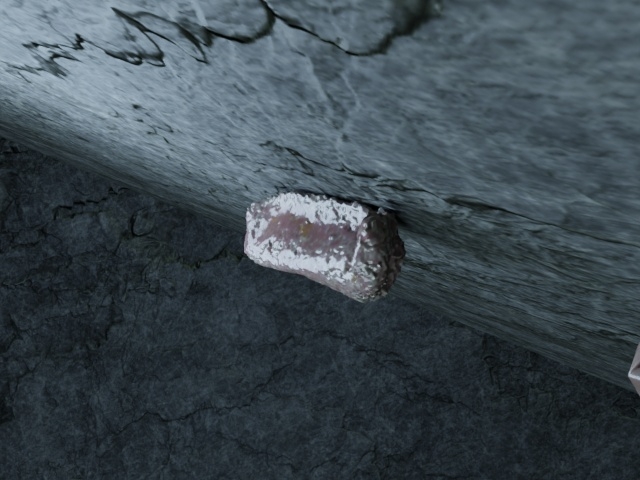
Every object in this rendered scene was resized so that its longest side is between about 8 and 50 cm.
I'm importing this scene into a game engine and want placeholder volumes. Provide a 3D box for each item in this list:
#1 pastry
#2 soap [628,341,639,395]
[{"bbox_3d":[0.012,0.004,0.667,0.112,0.103,0.265,17,-179,-33],"label":"pastry"},{"bbox_3d":[0.376,0.143,0.403,0.218,0.098,0.273,41,169,-24],"label":"soap"}]
